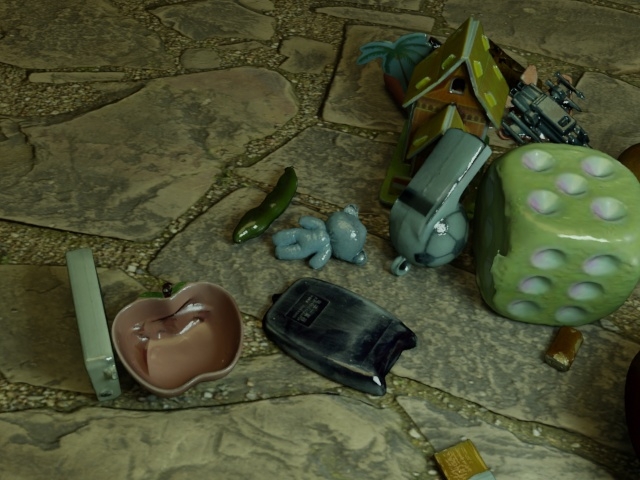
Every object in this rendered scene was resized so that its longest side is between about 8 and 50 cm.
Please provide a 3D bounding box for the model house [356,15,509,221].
[{"bbox_3d":[0.206,-0.274,1.431,0.340,0.323,0.300,16,48,8],"label":"model house"}]

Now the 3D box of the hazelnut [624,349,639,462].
[{"bbox_3d":[0.656,0.233,0.991,0.429,0.402,0.402,-33,52,8],"label":"hazelnut"}]

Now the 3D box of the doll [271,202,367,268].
[{"bbox_3d":[0.002,0.000,1.345,0.180,0.075,0.120,-10,87,10],"label":"doll"}]

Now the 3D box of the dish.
[{"bbox_3d":[-0.227,0.170,1.144,0.214,0.090,0.213,3,50,-4],"label":"dish"}]

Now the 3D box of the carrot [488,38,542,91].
[{"bbox_3d":[0.471,-0.444,1.788,0.069,0.069,0.228,-24,56,-25],"label":"carrot"}]

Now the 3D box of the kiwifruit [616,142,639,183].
[{"bbox_3d":[0.699,-0.093,1.412,0.234,0.196,0.196,33,53,14],"label":"kiwifruit"}]

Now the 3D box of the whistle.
[{"bbox_3d":[0.225,-0.052,1.317,0.163,0.163,0.289,37,92,25],"label":"whistle"}]

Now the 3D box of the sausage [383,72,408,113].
[{"bbox_3d":[0.203,-0.364,1.688,0.062,0.062,0.154,-13,51,-17],"label":"sausage"}]

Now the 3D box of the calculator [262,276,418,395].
[{"bbox_3d":[0.026,0.155,1.221,0.268,0.040,0.177,24,48,21],"label":"calculator"}]

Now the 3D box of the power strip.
[{"bbox_3d":[-0.370,0.134,1.140,0.046,0.118,0.270,-13,50,-17],"label":"power strip"}]

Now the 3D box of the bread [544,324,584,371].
[{"bbox_3d":[0.429,0.190,1.229,0.047,0.036,0.083,24,51,26],"label":"bread"}]

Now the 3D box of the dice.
[{"bbox_3d":[0.418,-0.010,1.265,0.255,0.252,0.249,5,47,1],"label":"dice"}]

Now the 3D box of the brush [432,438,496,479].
[{"bbox_3d":[0.275,0.441,0.997,0.086,0.020,0.336,-16,53,-20],"label":"brush"}]

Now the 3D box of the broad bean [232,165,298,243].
[{"bbox_3d":[-0.099,-0.071,1.403,0.065,0.046,0.254,18,47,19],"label":"broad bean"}]

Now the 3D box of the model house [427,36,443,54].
[{"bbox_3d":[0.296,-0.371,1.636,0.165,0.106,0.152,31,28,-16],"label":"model house"}]

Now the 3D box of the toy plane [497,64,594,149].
[{"bbox_3d":[0.551,-0.265,1.607,0.223,0.104,0.326,-41,63,-4],"label":"toy plane"}]
